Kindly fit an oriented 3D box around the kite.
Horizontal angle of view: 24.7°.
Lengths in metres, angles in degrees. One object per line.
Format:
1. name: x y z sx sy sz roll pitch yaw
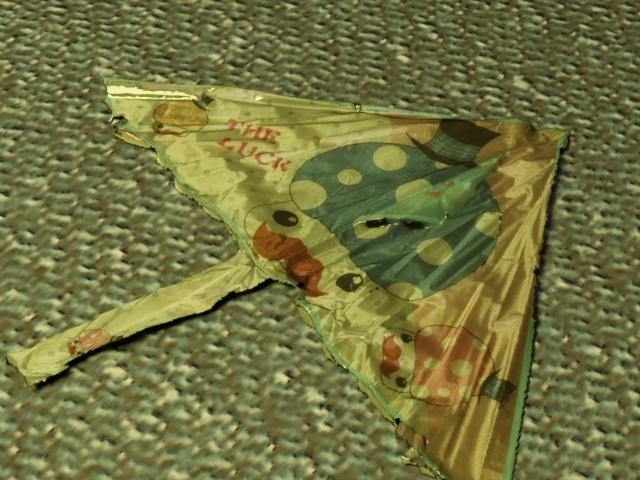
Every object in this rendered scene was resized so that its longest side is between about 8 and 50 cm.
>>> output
1. kite: 0.000 0.000 0.807 0.368 0.014 0.406 -24 49 -25
